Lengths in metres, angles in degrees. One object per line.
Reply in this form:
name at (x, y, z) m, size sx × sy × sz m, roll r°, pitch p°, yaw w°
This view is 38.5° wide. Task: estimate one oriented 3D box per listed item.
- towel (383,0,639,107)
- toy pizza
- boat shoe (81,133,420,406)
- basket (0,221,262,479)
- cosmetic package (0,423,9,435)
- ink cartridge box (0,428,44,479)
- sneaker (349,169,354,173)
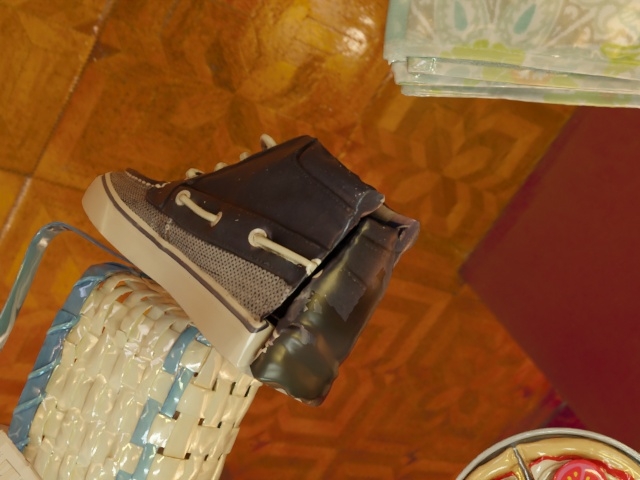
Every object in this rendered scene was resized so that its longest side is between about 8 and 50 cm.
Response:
towel at (0.237, -0.317, 0.898) m, size 0.090 × 0.320 × 0.375 m, roll 7°, pitch 93°, yaw -60°
toy pizza at (0.190, 0.248, 0.718) m, size 0.201 × 0.201 × 0.032 m, roll -43°, pitch 178°, yaw 8°
boat shoe at (-0.062, -0.019, 0.723) m, size 0.158 × 0.340 × 0.127 m, roll -54°, pitch 134°, yaw 0°
basket at (-0.215, 0.139, 0.881) m, size 0.255 × 0.288 × 0.201 m, roll -66°, pitch 158°, yaw -4°
cosmetic package at (-0.398, 0.321, 0.867) m, size 0.156 × 0.385 × 0.217 m, roll 21°, pitch 96°, yaw -20°
ink cartridge box at (-0.252, 0.194, 0.555) m, size 0.181 × 0.056 × 0.225 m, roll -44°, pitch 161°, yaw -23°
sneaker at (0.000, 0.000, 1.098) m, size 0.146 × 0.134 × 0.343 m, roll -9°, pitch 161°, yaw -15°
